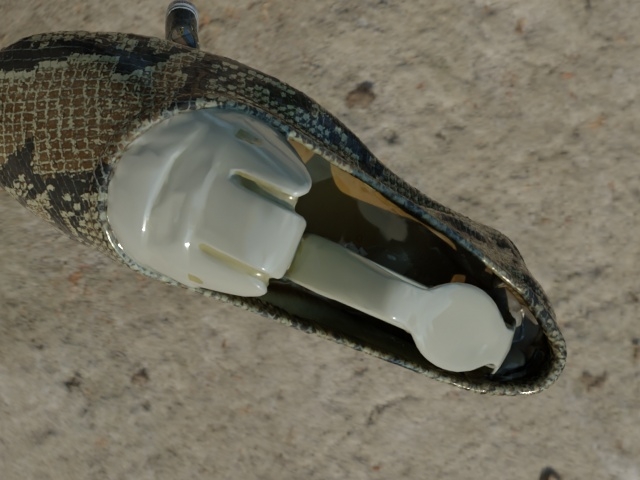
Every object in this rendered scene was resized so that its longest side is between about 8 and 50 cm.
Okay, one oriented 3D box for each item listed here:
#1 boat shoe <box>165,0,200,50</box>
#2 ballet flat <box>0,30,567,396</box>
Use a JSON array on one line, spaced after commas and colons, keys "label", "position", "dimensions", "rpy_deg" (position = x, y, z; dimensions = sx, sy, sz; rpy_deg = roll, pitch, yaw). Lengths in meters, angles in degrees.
[{"label": "boat shoe", "position": [-0.160, -0.214, 1.200], "dimensions": [0.049, 0.142, 0.040], "rpy_deg": [-1, 57, -3]}, {"label": "ballet flat", "position": [0.000, 0.000, 0.723], "dimensions": [0.482, 0.182, 0.164], "rpy_deg": [25, 101, -31]}]
